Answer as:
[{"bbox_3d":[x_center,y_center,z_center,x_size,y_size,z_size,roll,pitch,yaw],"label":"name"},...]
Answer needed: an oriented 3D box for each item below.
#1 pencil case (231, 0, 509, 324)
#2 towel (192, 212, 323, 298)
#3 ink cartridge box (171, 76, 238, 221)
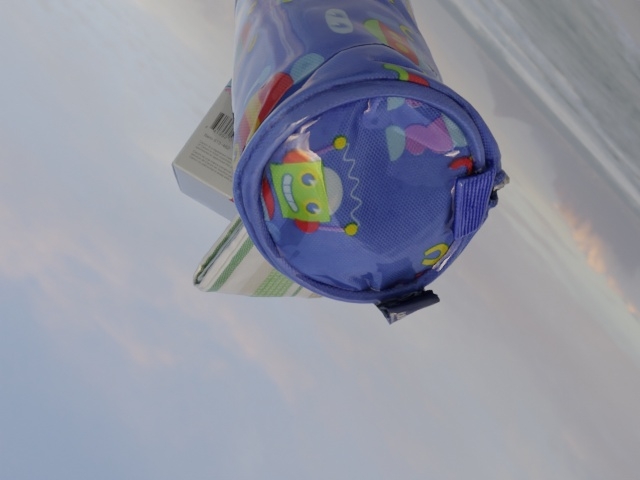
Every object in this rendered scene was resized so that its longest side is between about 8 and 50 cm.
[{"bbox_3d":[0.014,-0.095,0.439,0.133,0.119,0.306,4,-145,-10],"label":"pencil case"},{"bbox_3d":[0.000,0.000,0.516,0.152,0.113,0.023,6,-132,-40],"label":"towel"},{"bbox_3d":[-0.031,-0.095,0.679,0.127,0.175,0.072,30,164,5],"label":"ink cartridge box"}]
